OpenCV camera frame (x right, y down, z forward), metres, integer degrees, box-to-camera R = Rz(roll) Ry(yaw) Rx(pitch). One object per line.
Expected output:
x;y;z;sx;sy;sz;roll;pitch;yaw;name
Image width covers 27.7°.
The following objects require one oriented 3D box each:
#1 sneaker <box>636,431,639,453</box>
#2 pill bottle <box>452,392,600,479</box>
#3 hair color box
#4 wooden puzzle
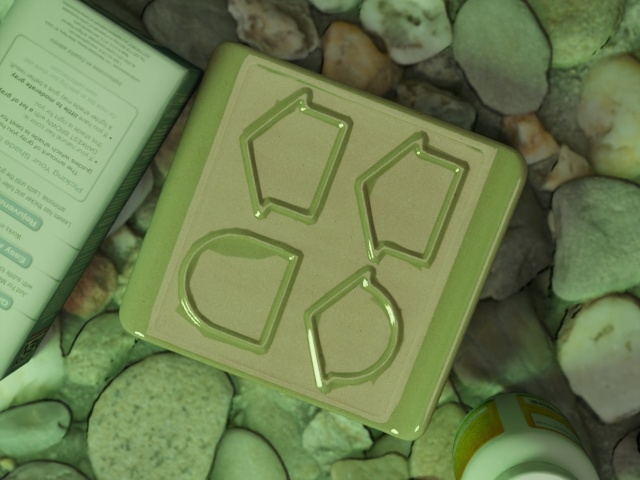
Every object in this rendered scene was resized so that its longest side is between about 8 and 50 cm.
0.353;0.245;1.359;0.084;0.058;0.152;35;93;-7;sneaker
0.202;0.241;1.274;0.136;0.246;0.136;0;96;3;pill bottle
-0.300;-0.064;1.336;0.185;0.113;0.374;33;96;0;hair color box
0.000;0.000;1.348;0.348;0.080;0.322;21;97;5;wooden puzzle
